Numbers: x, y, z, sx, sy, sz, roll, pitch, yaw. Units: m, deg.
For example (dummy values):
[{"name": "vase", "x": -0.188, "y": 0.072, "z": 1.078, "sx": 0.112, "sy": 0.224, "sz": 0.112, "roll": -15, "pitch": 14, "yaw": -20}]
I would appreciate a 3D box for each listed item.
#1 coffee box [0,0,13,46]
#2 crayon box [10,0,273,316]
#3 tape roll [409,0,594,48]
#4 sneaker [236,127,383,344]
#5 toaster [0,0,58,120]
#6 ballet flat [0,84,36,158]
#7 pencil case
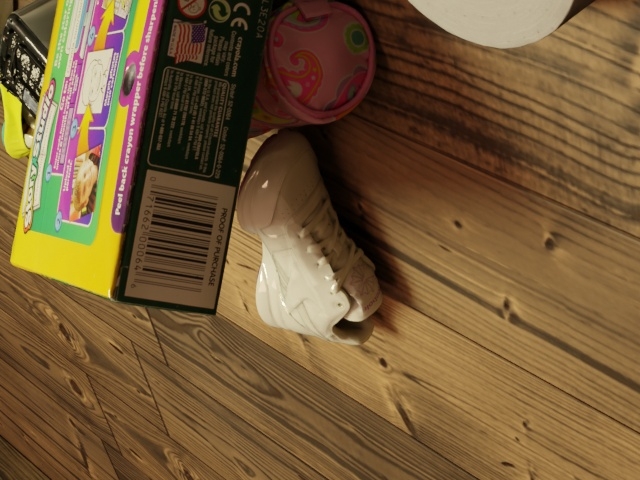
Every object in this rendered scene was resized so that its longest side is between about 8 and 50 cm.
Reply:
[{"name": "coffee box", "x": -0.625, "y": -0.343, "z": 1.667, "sx": 0.334, "sy": 0.338, "sz": 0.338, "roll": 48, "pitch": 154, "yaw": 10}, {"name": "crayon box", "x": -0.167, "y": -0.132, "z": 1.203, "sx": 0.313, "sy": 0.106, "sz": 0.362, "roll": 10, "pitch": 89, "yaw": 62}, {"name": "tape roll", "x": 0.114, "y": -0.245, "z": 0.908, "sx": 0.219, "sy": 0.072, "sz": 0.219, "roll": 37, "pitch": 150, "yaw": 26}, {"name": "sneaker", "x": 0.000, "y": 0.000, "z": 1.390, "sx": 0.152, "sy": 0.114, "sz": 0.305, "roll": 22, "pitch": 147, "yaw": 23}, {"name": "toaster", "x": -0.306, "y": -0.205, "z": 1.587, "sx": 0.185, "sy": 0.110, "sz": 0.168, "roll": 49, "pitch": 153, "yaw": 5}, {"name": "ballet flat", "x": -0.403, "y": -0.179, "z": 1.825, "sx": 0.077, "sy": 0.077, "sz": 0.231, "roll": 27, "pitch": 146, "yaw": 12}, {"name": "pencil case", "x": -0.066, "y": -0.156, "z": 1.255, "sx": 0.284, "sy": 0.124, "sz": 0.124, "roll": -2, "pitch": 122, "yaw": 60}]
